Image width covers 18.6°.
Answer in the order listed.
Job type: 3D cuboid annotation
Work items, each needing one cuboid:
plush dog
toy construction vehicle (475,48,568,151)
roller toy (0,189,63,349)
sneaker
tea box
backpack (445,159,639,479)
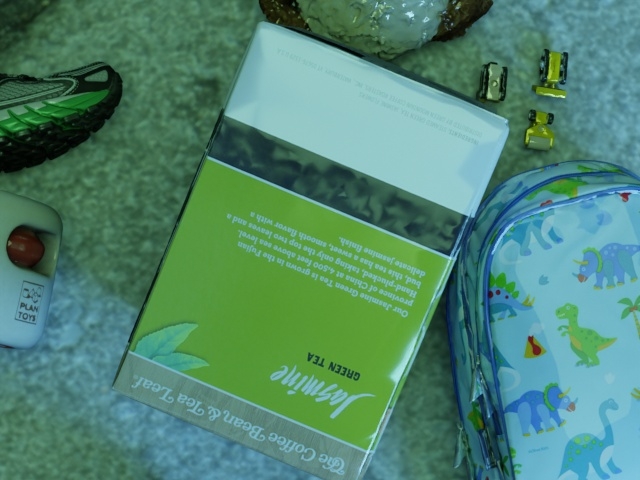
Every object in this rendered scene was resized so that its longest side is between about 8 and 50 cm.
[{"bbox_3d":[0.055,-0.276,1.819,0.263,0.210,0.225,1,109,1],"label":"plush dog"},{"bbox_3d":[0.191,-0.135,1.868,0.086,0.035,0.098,5,85,-12],"label":"toy construction vehicle"},{"bbox_3d":[-0.334,0.025,1.751,0.191,0.209,0.146,12,83,-20],"label":"roller toy"},{"bbox_3d":[-0.355,-0.136,1.803,0.344,0.134,0.146,-5,82,-1],"label":"sneaker"},{"bbox_3d":[0.000,0.000,1.666,0.220,0.329,0.323,23,97,2],"label":"tea box"},{"bbox_3d":[0.247,0.105,1.745,0.290,0.273,0.355,-12,71,4],"label":"backpack"}]
